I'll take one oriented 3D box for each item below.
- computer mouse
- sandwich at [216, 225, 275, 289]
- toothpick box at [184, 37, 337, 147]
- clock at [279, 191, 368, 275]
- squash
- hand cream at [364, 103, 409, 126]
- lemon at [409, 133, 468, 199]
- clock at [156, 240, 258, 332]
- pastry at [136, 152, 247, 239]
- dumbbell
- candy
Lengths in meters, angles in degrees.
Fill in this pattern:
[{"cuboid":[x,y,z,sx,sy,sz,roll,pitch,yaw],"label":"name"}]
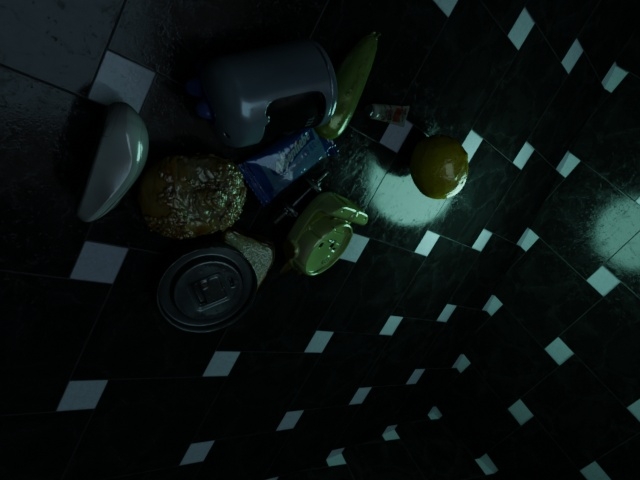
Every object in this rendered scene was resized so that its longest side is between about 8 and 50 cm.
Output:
[{"cuboid":[-0.492,-0.181,1.123,0.121,0.184,0.296,14,103,-34],"label":"computer mouse"},{"cuboid":[-0.283,0.082,1.560,0.226,0.087,0.251,22,104,-35],"label":"sandwich"},{"cuboid":[-0.164,-0.389,1.225,0.355,0.263,0.263,-24,133,-26],"label":"toothpick box"},{"cuboid":[0.000,0.000,1.683,0.348,0.117,0.286,-54,154,14],"label":"clock"},{"cuboid":[0.080,-0.484,1.436,0.118,0.118,0.370,25,90,-48],"label":"squash"},{"cuboid":[0.242,-0.451,1.668,0.234,0.050,0.080,-8,121,-45],"label":"hand cream"},{"cuboid":[0.468,-0.287,1.849,0.233,0.233,0.288,-34,125,-17],"label":"lemon"},{"cuboid":[-0.353,0.145,1.461,0.313,0.061,0.312,-12,121,-20],"label":"clock"},{"cuboid":[-0.342,-0.118,1.309,0.311,0.162,0.255,-14,130,-32],"label":"pastry"},{"cuboid":[-0.068,-0.149,1.586,0.254,0.081,0.081,-45,139,-4],"label":"dumbbell"},{"cuboid":[-0.093,-0.258,1.491,0.331,0.077,0.187,-41,132,-14],"label":"candy"}]
